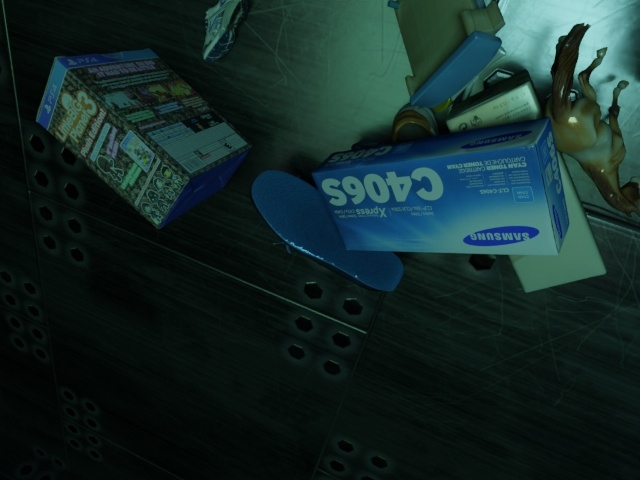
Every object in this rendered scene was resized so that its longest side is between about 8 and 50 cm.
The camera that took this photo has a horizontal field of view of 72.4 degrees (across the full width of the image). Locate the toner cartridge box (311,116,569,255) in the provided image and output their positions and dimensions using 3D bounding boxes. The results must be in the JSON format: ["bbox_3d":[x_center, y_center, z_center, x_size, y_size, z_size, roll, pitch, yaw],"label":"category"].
[{"bbox_3d":[0.162,-0.066,0.657,0.348,0.075,0.165,0,128,42],"label":"toner cartridge box"}]

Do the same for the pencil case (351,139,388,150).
[{"bbox_3d":[0.093,-0.109,0.820,0.070,0.064,0.151,13,122,34],"label":"pencil case"}]

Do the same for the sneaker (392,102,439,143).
[{"bbox_3d":[0.188,-0.087,0.760,0.106,0.123,0.290,-19,109,27],"label":"sneaker"}]

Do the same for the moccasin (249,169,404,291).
[{"bbox_3d":[0.000,0.000,0.867,0.342,0.117,0.137,40,79,-6],"label":"moccasin"}]

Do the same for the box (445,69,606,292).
[{"bbox_3d":[0.325,-0.090,0.690,0.121,0.148,0.311,-22,105,31],"label":"box"}]

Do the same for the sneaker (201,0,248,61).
[{"bbox_3d":[-0.185,-0.393,0.800,0.058,0.052,0.135,44,116,8],"label":"sneaker"}]

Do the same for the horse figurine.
[{"bbox_3d":[0.360,-0.159,0.580,0.263,0.174,0.066,27,165,-34],"label":"horse figurine"}]

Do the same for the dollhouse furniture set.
[{"bbox_3d":[0.241,-0.372,0.618,0.303,0.198,0.286,-42,55,56],"label":"dollhouse furniture set"}]

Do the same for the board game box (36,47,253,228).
[{"bbox_3d":[-0.321,-0.205,0.837,0.291,0.232,0.141,43,123,-2],"label":"board game box"}]
